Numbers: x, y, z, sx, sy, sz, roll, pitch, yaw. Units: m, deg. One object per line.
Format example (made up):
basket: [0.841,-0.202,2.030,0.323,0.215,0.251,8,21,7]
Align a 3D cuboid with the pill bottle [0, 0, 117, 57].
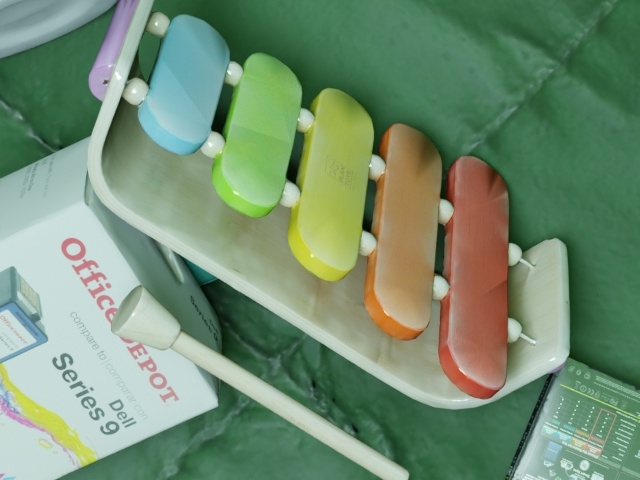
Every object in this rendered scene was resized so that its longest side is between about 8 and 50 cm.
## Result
pill bottle: [-0.220,-0.243,1.112,0.136,0.136,0.245,-23,84,2]

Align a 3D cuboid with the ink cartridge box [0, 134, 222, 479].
ink cartridge box: [-0.182,0.057,1.056,0.212,0.093,0.154,-25,118,10]

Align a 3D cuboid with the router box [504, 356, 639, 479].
router box: [0.181,0.133,1.099,0.122,0.038,0.092,23,86,6]

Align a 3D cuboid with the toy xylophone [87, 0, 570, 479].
toy xylophone: [0.000,0.000,1.016,0.323,0.236,0.081,27,126,-23]

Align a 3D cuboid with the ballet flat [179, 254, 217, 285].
ballet flat: [-0.167,-0.002,1.121,0.232,0.080,0.073,-8,54,1]
